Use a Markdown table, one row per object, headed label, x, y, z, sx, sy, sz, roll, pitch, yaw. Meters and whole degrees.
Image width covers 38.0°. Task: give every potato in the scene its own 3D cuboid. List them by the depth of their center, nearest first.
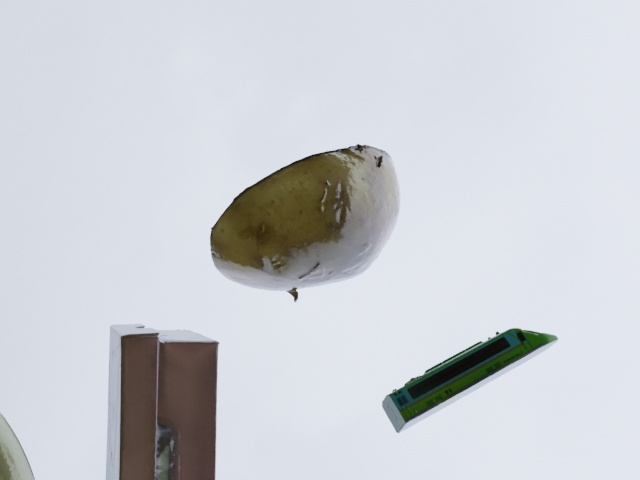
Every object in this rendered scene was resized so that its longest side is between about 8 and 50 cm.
| label | x | y | z | sx | sy | sz | roll | pitch | yaw |
| --- | --- | --- | --- | --- | --- | --- | --- | --- | --- |
| potato | 0.000 | 0.000 | 1.311 | 0.239 | 0.299 | 0.116 | 91 | -26 | -52 |

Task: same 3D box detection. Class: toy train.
| label | x | y | z | sx | sy | sz | roll | pitch | yaw |
| --- | --- | --- | --- | --- | --- | --- | --- | --- | --- |
| toy train | 0.163 | 0.138 | 1.007 | 0.042 | 0.209 | 0.044 | 58 | -21 | 19 |

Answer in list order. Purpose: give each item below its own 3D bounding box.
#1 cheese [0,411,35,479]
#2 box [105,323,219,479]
| label | x | y | z | sx | sy | sz | roll | pitch | yaw |
| --- | --- | --- | --- | --- | --- | --- | --- | --- | --- |
| cheese | -0.237 | 0.111 | 0.582 | 0.037 | 0.097 | 0.192 | 119 | -43 | -81 |
| box | -0.154 | 0.189 | 0.876 | 0.215 | 0.086 | 0.215 | 170 | -79 | -75 |
